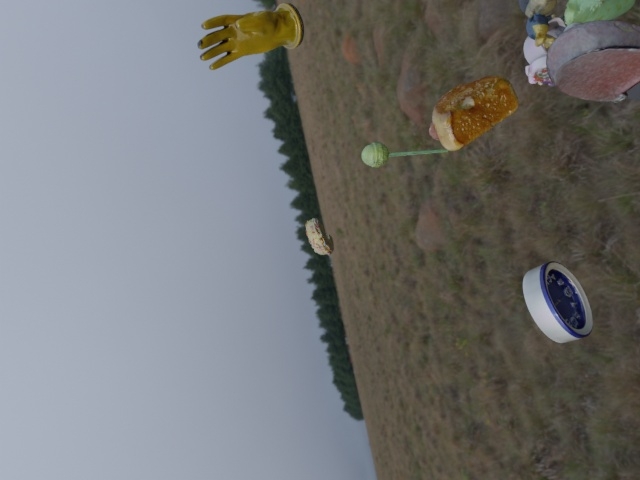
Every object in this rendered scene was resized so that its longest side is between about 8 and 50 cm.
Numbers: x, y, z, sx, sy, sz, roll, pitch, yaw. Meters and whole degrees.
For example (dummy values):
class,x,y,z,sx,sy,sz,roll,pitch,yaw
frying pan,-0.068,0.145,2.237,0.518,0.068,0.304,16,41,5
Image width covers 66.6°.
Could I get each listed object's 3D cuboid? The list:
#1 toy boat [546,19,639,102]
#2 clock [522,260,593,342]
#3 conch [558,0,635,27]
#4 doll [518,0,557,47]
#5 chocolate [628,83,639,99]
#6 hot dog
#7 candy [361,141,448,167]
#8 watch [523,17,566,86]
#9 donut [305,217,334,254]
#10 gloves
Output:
class,x,y,z,sx,sy,sz,roll,pitch,yaw
toy boat,0.499,-0.324,0.859,0.155,0.228,0.084,147,124,-61
clock,0.688,0.178,1.416,0.083,0.231,0.230,-34,61,46
conch,0.836,-0.732,1.487,0.137,0.251,0.143,-95,-17,-62
doll,0.554,-0.578,1.231,0.089,0.102,0.179,-26,78,55
chocolate,0.904,-0.509,1.300,0.224,0.206,0.177,-45,12,50
hot dog,0.423,-0.366,1.405,0.150,0.257,0.153,59,172,-23
candy,0.312,-0.316,1.770,0.092,0.336,0.092,-113,23,-52
watch,0.962,-0.769,2.010,0.196,0.245,0.231,144,133,-75
donut,-0.001,0.002,1.829,0.166,0.065,0.108,53,-158,-49
gloves,-0.190,-0.522,1.257,0.116,0.295,0.132,36,141,32
